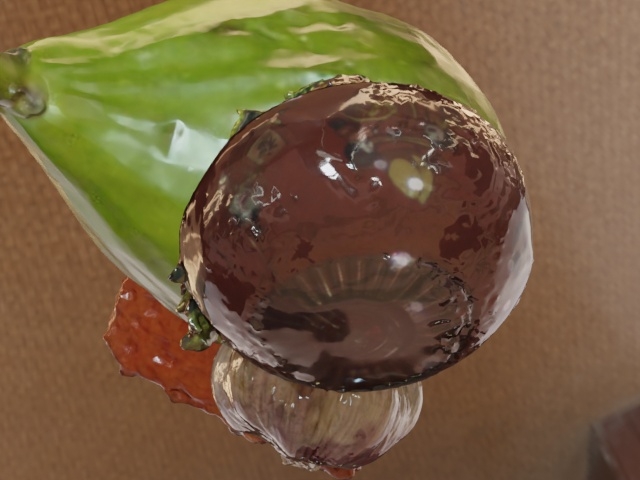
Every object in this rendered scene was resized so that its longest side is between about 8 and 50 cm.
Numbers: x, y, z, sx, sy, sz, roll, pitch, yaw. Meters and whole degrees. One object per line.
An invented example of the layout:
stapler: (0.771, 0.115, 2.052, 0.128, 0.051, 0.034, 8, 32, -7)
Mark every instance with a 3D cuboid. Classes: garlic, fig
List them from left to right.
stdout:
fig: (-0.034, -0.065, 0.893, 0.233, 0.233, 0.314, -33, 122, 12)
garlic: (-0.007, 0.119, 1.162, 0.159, 0.147, 0.102, 20, 87, -35)

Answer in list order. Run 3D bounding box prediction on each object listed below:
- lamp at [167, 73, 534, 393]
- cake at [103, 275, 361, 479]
lamp: (0.015, -0.011, 0.697, 0.157, 0.135, 0.156, 7, 139, -10)
cake: (0.000, 0.000, 1.431, 0.269, 0.319, 0.270, 29, 117, 4)
